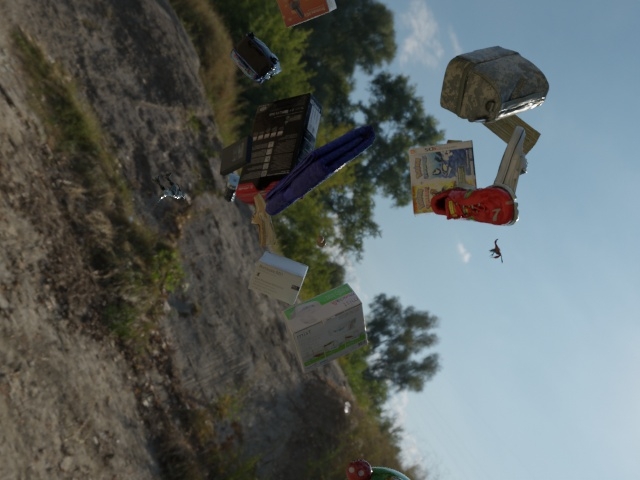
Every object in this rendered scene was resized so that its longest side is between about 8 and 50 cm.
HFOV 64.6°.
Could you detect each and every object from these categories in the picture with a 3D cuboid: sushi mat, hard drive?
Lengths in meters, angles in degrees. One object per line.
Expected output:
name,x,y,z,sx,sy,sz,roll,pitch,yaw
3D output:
sushi mat,0.718,-0.470,2.006,0.316,0.151,0.019,41,-28,6
hard drive,-0.265,-0.265,1.587,0.022,0.135,0.094,21,63,-43

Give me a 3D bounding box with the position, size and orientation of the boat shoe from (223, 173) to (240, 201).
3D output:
boat shoe,-0.385,-0.231,2.193,0.183,0.065,0.083,-93,-153,-68

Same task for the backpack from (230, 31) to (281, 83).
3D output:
backpack,-0.220,-0.638,1.800,0.158,0.117,0.173,47,14,-2

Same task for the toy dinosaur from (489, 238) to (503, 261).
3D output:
toy dinosaur,0.644,0.040,1.864,0.082,0.047,0.090,-27,115,-86

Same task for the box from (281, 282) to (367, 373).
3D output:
box,0.020,0.312,1.793,0.126,0.262,0.231,-127,-161,-48

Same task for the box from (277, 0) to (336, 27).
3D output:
box,-0.051,-0.669,1.327,0.091,0.130,0.170,-65,138,-58

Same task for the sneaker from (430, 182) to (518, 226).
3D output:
sneaker,0.367,-0.078,1.236,0.279,0.119,0.107,-163,-121,-70

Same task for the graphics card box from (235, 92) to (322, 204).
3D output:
graphics card box,-0.139,-0.306,1.716,0.094,0.233,0.370,35,58,-50

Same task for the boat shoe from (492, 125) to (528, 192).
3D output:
boat shoe,0.544,-0.207,1.426,0.076,0.226,0.083,21,0,14

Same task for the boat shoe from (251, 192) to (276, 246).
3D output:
boat shoe,-0.187,-0.062,1.589,0.063,0.059,0.169,165,-91,-77

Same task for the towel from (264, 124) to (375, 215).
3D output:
towel,-0.013,-0.188,1.326,0.076,0.228,0.308,53,-36,-6

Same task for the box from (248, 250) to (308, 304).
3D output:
box,-0.155,0.136,1.905,0.182,0.181,0.119,-70,-179,-79

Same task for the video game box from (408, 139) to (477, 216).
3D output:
video game box,0.359,-0.182,1.486,0.048,0.187,0.205,27,59,-68

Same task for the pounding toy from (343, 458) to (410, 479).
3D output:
pounding toy,0.111,0.500,0.958,0.237,0.183,0.110,-94,179,-66

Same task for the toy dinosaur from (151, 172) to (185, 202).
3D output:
toy dinosaur,-0.639,-0.219,2.123,0.118,0.064,0.268,62,10,-2

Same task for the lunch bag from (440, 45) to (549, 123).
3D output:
lunch bag,0.605,-0.526,1.759,0.256,0.305,0.212,42,-38,41

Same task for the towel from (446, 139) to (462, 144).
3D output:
towel,0.481,-0.319,1.808,0.060,0.009,0.083,9,-62,37

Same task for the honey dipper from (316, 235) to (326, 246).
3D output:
honey dipper,0.000,0.000,1.497,0.160,0.031,0.030,68,-3,-84
